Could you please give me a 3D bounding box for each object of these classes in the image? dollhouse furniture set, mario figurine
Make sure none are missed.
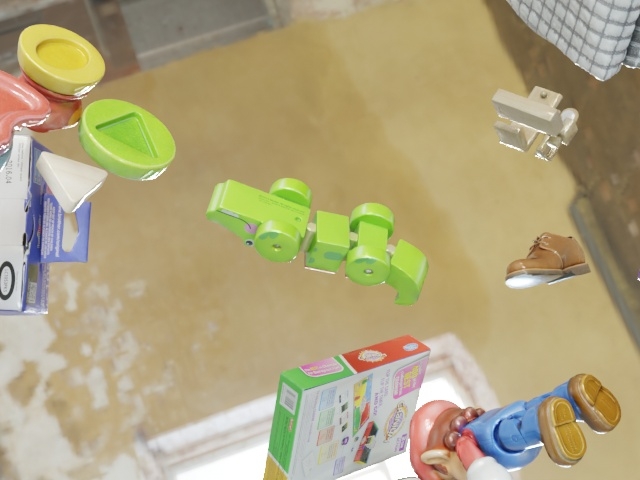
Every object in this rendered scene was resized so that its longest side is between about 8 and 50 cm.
[{"bbox_3d":[0.374,-0.230,1.863,0.144,0.123,0.151,27,-14,34],"label":"dollhouse furniture set"},{"bbox_3d":[0.248,0.279,1.445,0.320,0.198,0.170,-29,-127,52],"label":"mario figurine"}]

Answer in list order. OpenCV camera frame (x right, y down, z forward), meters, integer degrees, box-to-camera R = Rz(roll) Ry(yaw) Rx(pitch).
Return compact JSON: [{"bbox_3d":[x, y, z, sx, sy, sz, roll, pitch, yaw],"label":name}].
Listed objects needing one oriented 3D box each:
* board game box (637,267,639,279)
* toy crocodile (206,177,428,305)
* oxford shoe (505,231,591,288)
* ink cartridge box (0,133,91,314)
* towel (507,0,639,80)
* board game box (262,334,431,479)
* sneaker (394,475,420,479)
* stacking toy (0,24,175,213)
[{"bbox_3d":[0.419,0.002,0.983,0.347,0.056,0.208,-133,-132,-64],"label":"board game box"},{"bbox_3d":[0.000,0.000,1.596,0.105,0.341,0.115,118,-15,-45],"label":"toy crocodile"},{"bbox_3d":[0.324,0.027,1.622,0.212,0.076,0.076,-6,80,-55],"label":"oxford shoe"},{"bbox_3d":[-0.558,-0.022,1.683,0.151,0.396,0.269,71,21,-84],"label":"ink cartridge box"},{"bbox_3d":[0.261,-0.335,1.132,0.283,0.121,0.235,53,-28,37],"label":"towel"},{"bbox_3d":[0.050,0.320,2.026,0.064,0.317,0.242,33,-58,41],"label":"board game box"},{"bbox_3d":[0.084,0.636,1.858,0.169,0.447,0.257,31,11,-36],"label":"sneaker"},{"bbox_3d":[-0.363,-0.127,1.447,0.279,0.309,0.130,41,-55,8],"label":"stacking toy"}]
